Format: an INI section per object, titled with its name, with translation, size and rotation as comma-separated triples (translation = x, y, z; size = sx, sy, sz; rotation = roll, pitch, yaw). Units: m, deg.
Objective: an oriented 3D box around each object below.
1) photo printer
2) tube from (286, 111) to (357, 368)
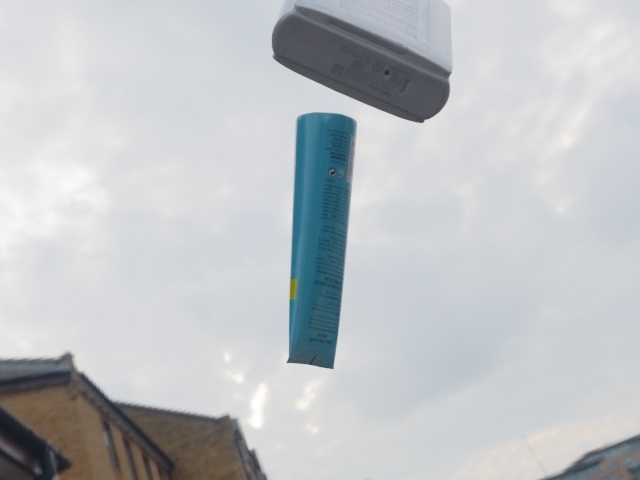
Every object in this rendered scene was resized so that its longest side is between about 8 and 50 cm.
[photo printer]
translation = 0.068, -0.316, 1.331
size = 0.256, 0.307, 0.107
rotation = 22, -55, -9
[tube]
translation = 0.000, 0.000, 0.749
size = 0.052, 0.207, 0.080
rotation = -3, -12, 32
